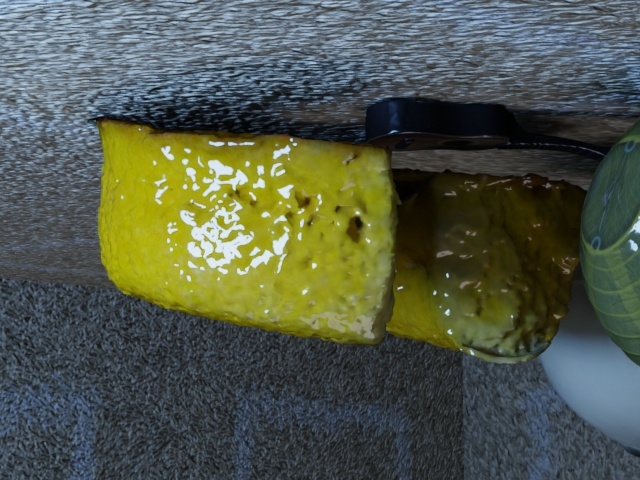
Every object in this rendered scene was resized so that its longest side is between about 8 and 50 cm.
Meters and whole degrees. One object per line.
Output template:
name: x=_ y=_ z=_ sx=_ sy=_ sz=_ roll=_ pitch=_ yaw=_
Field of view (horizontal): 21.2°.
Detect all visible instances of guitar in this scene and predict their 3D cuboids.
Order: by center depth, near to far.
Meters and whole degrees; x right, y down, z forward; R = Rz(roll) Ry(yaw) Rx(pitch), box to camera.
guitar: x=0.171 y=-0.088 z=1.446 sx=0.271 sy=0.038 sz=0.084 roll=4 pitch=174 yaw=-12

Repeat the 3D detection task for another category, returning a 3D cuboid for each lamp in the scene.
lamp: x=0.342 y=0.011 z=1.325 sx=0.284 sy=0.250 sz=0.250 roll=22 pitch=166 yaw=-18

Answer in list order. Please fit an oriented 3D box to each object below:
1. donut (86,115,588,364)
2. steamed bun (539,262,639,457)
donut: x=0.000 y=0.000 z=1.467 sx=0.377 sy=0.164 sz=0.435 roll=9 pitch=-178 yaw=43
steamed bun: x=0.393 y=0.067 z=1.672 sx=0.373 sy=0.334 sz=0.334 roll=5 pitch=174 yaw=-1
